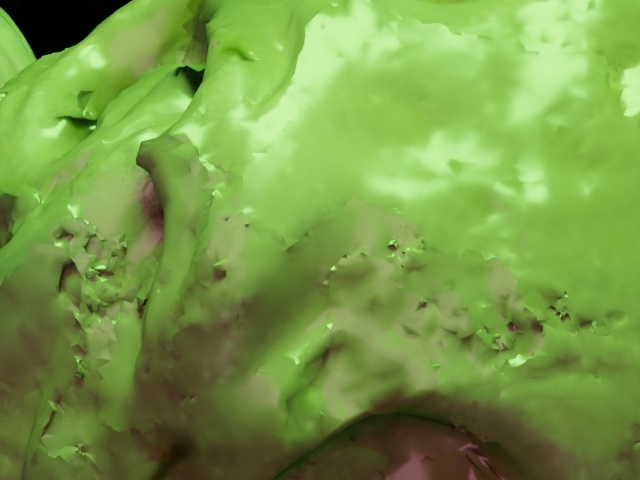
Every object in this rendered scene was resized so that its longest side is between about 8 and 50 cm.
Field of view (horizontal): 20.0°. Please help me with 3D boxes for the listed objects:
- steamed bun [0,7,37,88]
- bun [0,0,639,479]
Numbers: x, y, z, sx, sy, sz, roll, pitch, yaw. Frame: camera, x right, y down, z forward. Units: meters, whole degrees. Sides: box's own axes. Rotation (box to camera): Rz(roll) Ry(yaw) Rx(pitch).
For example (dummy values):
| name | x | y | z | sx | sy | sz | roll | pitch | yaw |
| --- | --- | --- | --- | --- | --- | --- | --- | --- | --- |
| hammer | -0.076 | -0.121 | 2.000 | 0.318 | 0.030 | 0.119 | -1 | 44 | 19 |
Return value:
| name | x | y | z | sx | sy | sz | roll | pitch | yaw |
| --- | --- | --- | --- | --- | --- | --- | --- | --- | --- |
| steamed bun | -0.201 | 0.005 | 0.817 | 0.238 | 0.152 | 0.170 | -53 | 23 | -8 |
| bun | 0.000 | 0.000 | 0.672 | 0.362 | 0.234 | 0.326 | -34 | 30 | 7 |
